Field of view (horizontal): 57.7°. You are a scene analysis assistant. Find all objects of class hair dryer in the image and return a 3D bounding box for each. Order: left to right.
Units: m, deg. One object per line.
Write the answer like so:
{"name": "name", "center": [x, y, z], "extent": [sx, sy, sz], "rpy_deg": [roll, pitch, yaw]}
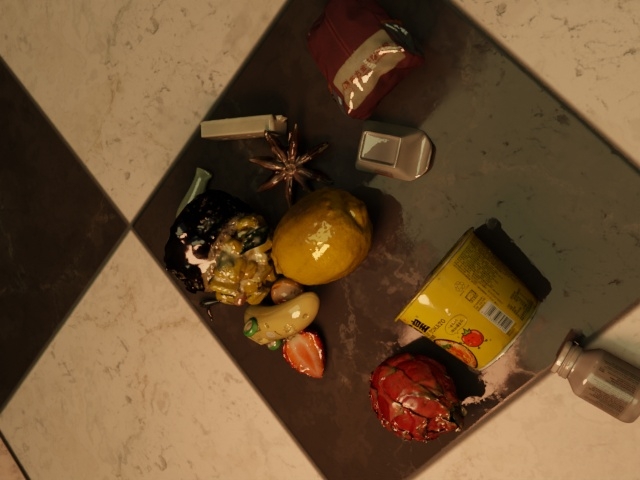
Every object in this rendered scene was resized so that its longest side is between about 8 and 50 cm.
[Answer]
{"name": "hair dryer", "center": [-0.388, 0.248, 2.078], "extent": [0.079, 0.031, 0.083], "rpy_deg": [-10, 104, 19]}
{"name": "hair dryer", "center": [-0.372, -0.114, 2.017], "extent": [0.237, 0.075, 0.206], "rpy_deg": [30, 102, 14]}

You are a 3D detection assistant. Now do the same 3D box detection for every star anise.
{"name": "star anise", "center": [-0.089, -0.226, 1.823], "extent": [0.288, 0.088, 0.288], "rpy_deg": [4, 109, 10]}

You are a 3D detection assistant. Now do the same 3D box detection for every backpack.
{"name": "backpack", "center": [0.106, -0.538, 1.641], "extent": [0.283, 0.197, 0.317], "rpy_deg": [-42, 72, 26]}

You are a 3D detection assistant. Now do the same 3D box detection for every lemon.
{"name": "lemon", "center": [0.006, -0.003, 1.708], "extent": [0.285, 0.285, 0.316], "rpy_deg": [34, 130, 21]}

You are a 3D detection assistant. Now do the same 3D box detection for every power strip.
{"name": "power strip", "center": [-0.260, -0.367, 1.902], "extent": [0.338, 0.098, 0.058], "rpy_deg": [1, 92, 28]}

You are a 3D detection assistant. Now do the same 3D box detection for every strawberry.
{"name": "strawberry", "center": [-0.039, 0.356, 1.873], "extent": [0.146, 0.082, 0.187], "rpy_deg": [-36, 85, 31]}

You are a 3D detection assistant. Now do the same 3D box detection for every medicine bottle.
{"name": "medicine bottle", "center": [0.698, 0.344, 1.453], "extent": [0.215, 0.135, 0.135], "rpy_deg": [29, 108, 22]}

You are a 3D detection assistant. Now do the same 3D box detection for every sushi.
{"name": "sushi", "center": [-0.278, 0.026, 1.792], "extent": [0.285, 0.329, 0.328], "rpy_deg": [26, 66, 22]}

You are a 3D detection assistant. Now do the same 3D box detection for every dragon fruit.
{"name": "dragon fruit", "center": [0.273, 0.443, 1.640], "extent": [0.299, 0.244, 0.244], "rpy_deg": [20, 104, 33]}

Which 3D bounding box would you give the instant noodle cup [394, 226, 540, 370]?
{"name": "instant noodle cup", "center": [0.389, 0.163, 1.514], "extent": [0.254, 0.325, 0.325], "rpy_deg": [39, 111, 9]}

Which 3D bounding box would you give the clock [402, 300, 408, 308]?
{"name": "clock", "center": [0.284, 0.214, 1.722], "extent": [0.085, 0.017, 0.085], "rpy_deg": [3, 97, 27]}

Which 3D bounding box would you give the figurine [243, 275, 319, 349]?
{"name": "figurine", "center": [-0.121, 0.215, 1.847], "extent": [0.124, 0.222, 0.324], "rpy_deg": [37, 138, -27]}

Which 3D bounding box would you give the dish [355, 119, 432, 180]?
{"name": "dish", "center": [0.205, -0.261, 1.689], "extent": [0.234, 0.064, 0.154], "rpy_deg": [15, 101, 24]}
